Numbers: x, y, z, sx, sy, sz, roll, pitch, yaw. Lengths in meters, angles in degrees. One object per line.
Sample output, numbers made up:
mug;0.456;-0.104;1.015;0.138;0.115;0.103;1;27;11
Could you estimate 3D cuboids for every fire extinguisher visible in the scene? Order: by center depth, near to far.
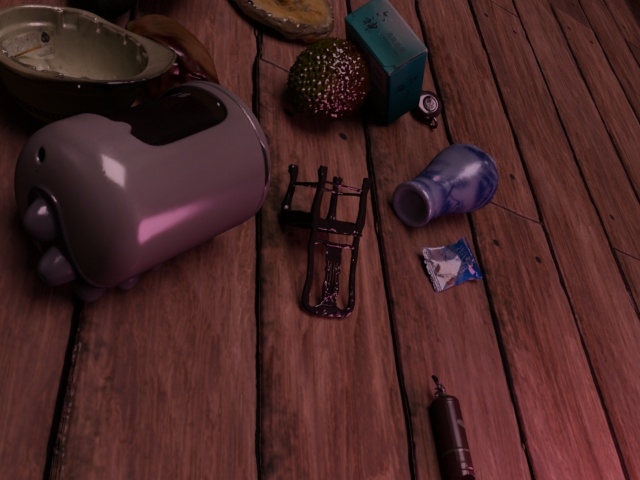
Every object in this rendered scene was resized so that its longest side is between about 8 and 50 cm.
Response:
fire extinguisher;0.199;0.288;1.068;0.078;0.045;0.157;45;28;-46

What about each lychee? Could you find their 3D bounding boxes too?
lychee;0.010;-0.294;1.330;0.171;0.171;0.171;22;44;-24

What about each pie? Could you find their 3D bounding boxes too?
pie;-0.088;-0.524;1.516;0.274;0.055;0.274;23;44;-24

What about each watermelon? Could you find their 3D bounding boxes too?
watermelon;-0.355;-0.414;1.153;0.105;0.105;0.133;34;21;-12

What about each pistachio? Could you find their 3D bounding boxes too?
pistachio;-0.230;-0.268;1.131;0.210;0.130;0.165;39;0;-5

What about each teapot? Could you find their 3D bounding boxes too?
teapot;0.239;-0.298;1.604;0.068;0.045;0.100;-21;88;-23

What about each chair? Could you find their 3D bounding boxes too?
chair;0.000;0.000;1.127;0.106;0.113;0.229;12;87;-33

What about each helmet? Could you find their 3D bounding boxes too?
helmet;-0.331;-0.212;0.970;0.258;0.137;0.204;27;38;17

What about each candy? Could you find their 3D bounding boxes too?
candy;0.244;0.043;1.321;0.136;0.038;0.088;-12;77;-37

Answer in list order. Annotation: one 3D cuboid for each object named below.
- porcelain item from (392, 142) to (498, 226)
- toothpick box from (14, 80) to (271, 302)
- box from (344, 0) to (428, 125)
porcelain item;0.252;-0.109;1.390;0.259;0.141;0.141;-26;74;-39
toothpick box;-0.231;-0.058;0.891;0.229;0.229;0.316;50;42;7
box;0.127;-0.352;1.410;0.153;0.092;0.245;55;-4;12
